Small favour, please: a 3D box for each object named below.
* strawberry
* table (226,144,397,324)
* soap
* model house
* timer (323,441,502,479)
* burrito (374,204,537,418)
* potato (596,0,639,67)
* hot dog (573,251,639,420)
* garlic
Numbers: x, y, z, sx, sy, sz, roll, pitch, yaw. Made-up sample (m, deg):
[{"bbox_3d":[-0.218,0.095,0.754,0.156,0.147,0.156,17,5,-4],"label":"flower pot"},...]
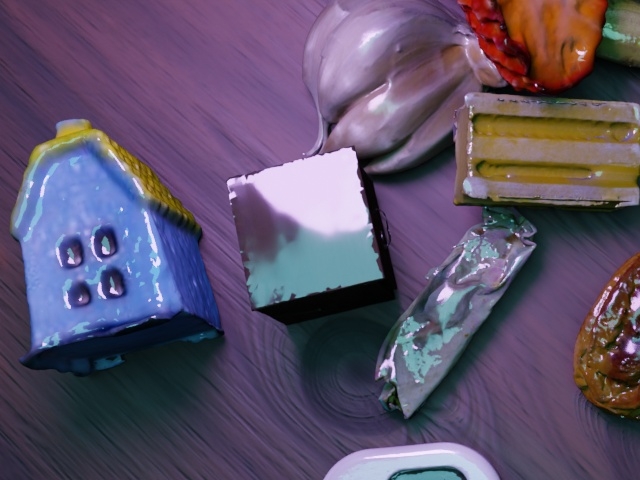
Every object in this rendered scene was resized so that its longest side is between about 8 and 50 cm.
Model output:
[{"bbox_3d":[0.234,-0.341,1.551,0.265,0.149,0.336,-9,92,-34],"label":"strawberry"},{"bbox_3d":[0.000,0.000,1.590,0.172,0.193,0.169,-14,77,8],"label":"table"},{"bbox_3d":[0.281,-0.108,1.572,0.233,0.076,0.135,2,86,-11],"label":"soap"},{"bbox_3d":[-0.267,0.004,1.616,0.215,0.237,0.303,-12,78,9],"label":"model house"},{"bbox_3d":[0.118,0.385,1.554,0.237,0.087,0.262,-7,79,10],"label":"timer"},{"bbox_3d":[0.166,0.087,1.608,0.096,0.066,0.309,34,88,17],"label":"burrito"},{"bbox_3d":[0.382,-0.273,1.626,0.188,0.085,0.105,21,63,10],"label":"potato"},{"bbox_3d":[0.408,0.111,1.545,0.160,0.099,0.227,25,83,13],"label":"hot dog"},{"bbox_3d":[0.091,-0.218,1.658,0.292,0.210,0.237,-20,111,2],"label":"garlic"}]
